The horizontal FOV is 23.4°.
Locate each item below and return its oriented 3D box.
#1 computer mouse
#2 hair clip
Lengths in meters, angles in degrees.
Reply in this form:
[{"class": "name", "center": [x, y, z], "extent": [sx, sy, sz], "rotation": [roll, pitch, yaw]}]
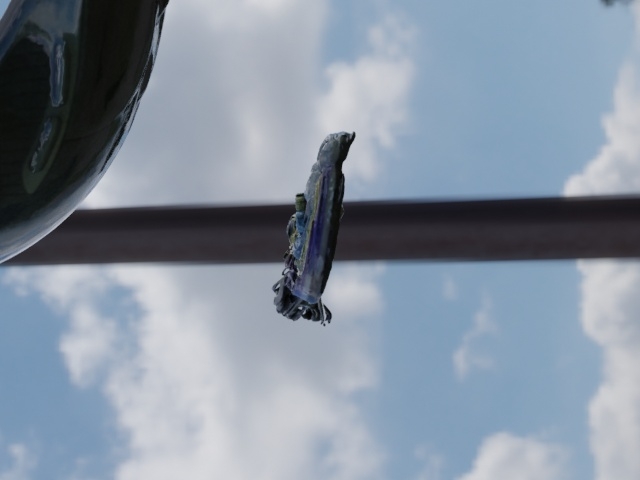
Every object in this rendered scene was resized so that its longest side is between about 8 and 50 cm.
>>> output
[{"class": "computer mouse", "center": [-0.127, -0.120, 0.874], "extent": [0.379, 0.090, 0.167], "rotation": [-58, 6, 21]}, {"class": "hair clip", "center": [0.000, 0.000, 1.265], "extent": [0.172, 0.049, 0.116], "rotation": [107, 162, -44]}]
